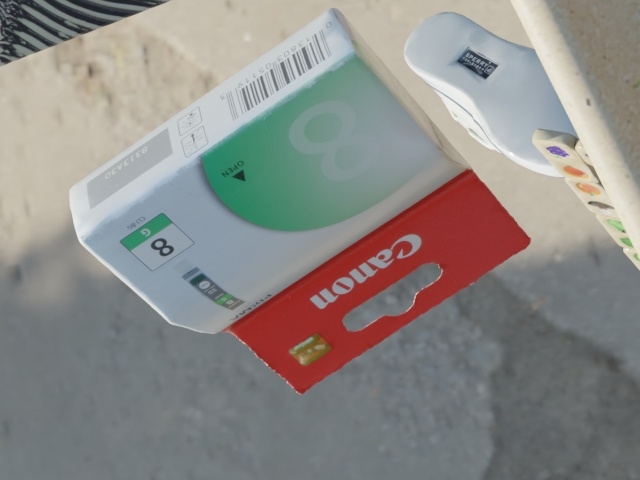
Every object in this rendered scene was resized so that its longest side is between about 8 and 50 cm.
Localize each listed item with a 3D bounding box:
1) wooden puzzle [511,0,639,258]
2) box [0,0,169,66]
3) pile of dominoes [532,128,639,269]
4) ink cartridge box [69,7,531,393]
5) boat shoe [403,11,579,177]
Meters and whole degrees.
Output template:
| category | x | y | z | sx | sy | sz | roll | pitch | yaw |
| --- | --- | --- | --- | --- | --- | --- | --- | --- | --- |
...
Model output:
| category | x | y | z | sx | sy | sz | roll | pitch | yaw |
| --- | --- | --- | --- | --- | --- | --- | --- | --- | --- |
| wooden puzzle | 0.224 | -0.021 | 0.286 | 0.348 | 0.080 | 0.322 | -17 | 107 | 45 |
| box | -0.127 | -0.219 | 1.154 | 0.113 | 0.275 | 0.094 | 69 | 170 | -15 |
| pile of dominoes | 0.257 | 0.015 | 1.046 | 0.196 | 0.251 | 0.040 | 13 | 75 | 35 |
| ink cartridge box | 0.000 | 0.000 | 0.925 | 0.181 | 0.224 | 0.056 | -34 | 38 | 13 |
| boat shoe | 0.175 | -0.121 | 1.521 | 0.096 | 0.088 | 0.267 | -48 | 43 | -4 |
